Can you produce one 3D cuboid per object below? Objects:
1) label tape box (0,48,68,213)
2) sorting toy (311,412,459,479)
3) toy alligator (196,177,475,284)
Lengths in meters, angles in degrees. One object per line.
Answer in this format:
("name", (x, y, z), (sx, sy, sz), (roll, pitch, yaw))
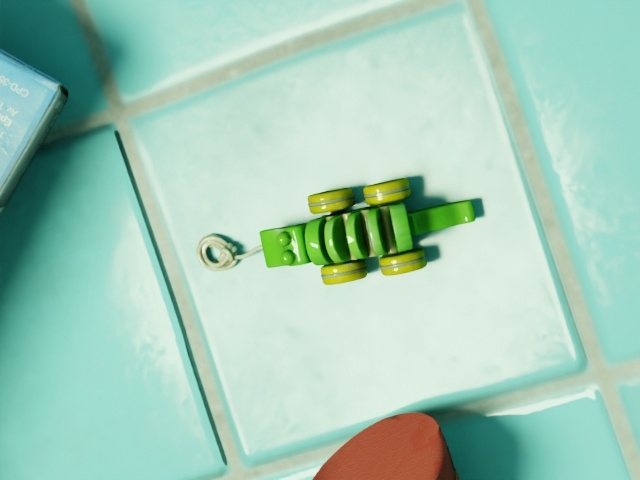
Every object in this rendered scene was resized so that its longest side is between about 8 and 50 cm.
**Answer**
("label tape box", (-0.343, -0.011, 1.230), (0.241, 0.106, 0.333), (31, 89, -6))
("sorting toy", (-0.027, 0.251, 1.259), (0.365, 0.127, 0.126), (-35, 115, 25))
("toy alligator", (0.000, 0.000, 1.216), (0.190, 0.051, 0.056), (-9, 94, 22))
